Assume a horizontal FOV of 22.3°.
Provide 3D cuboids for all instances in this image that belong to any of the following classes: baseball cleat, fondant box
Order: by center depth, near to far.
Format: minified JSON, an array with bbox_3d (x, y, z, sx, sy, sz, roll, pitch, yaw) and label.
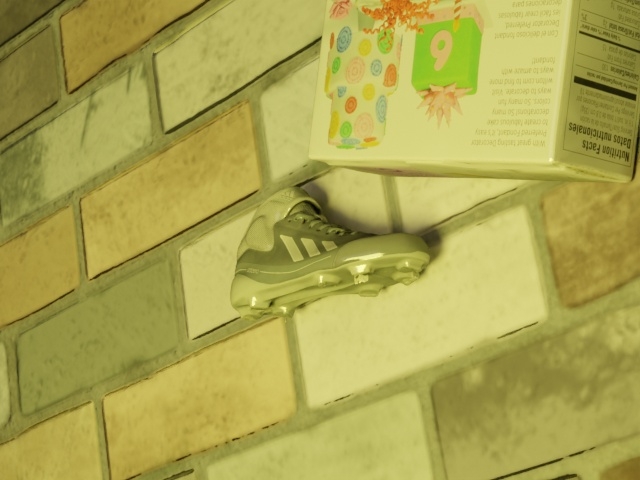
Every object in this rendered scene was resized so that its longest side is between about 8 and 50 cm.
[{"bbox_3d":[0.122,-0.211,1.181,0.238,0.096,0.330,4,85,46],"label":"fondant box"},{"bbox_3d":[0.000,0.000,1.287,0.206,0.072,0.109,-16,65,39],"label":"baseball cleat"}]
